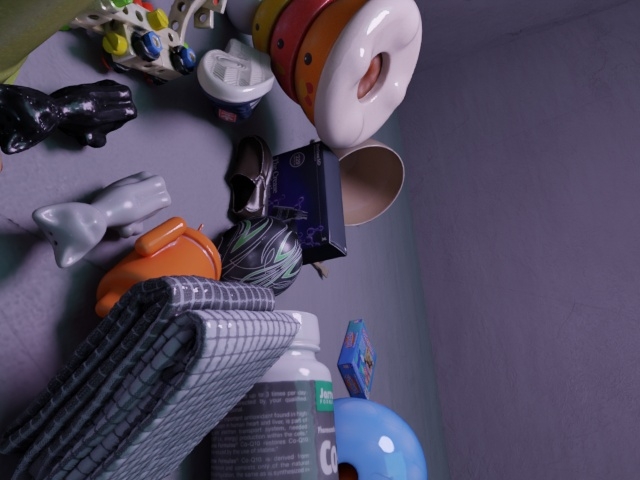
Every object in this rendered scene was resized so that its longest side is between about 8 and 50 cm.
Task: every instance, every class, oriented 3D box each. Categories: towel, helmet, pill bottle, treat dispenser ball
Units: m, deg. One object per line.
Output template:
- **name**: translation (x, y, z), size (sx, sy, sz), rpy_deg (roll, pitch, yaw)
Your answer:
- **towel**: translation (-0.180, 0.165, 0.544), size (0.121, 0.283, 0.235), rpy_deg (44, 6, 18)
- **helmet**: translation (-0.118, 0.037, 0.920), size (0.161, 0.170, 0.169), rpy_deg (-99, 167, -64)
- **pill bottle**: translation (-0.077, 0.309, 0.781), size (0.204, 0.204, 0.360), rpy_deg (36, 46, -60)
- **treat dispenser ball**: translation (0.065, 0.460, 0.942), size (0.288, 0.288, 0.288), rpy_deg (-13, 90, -69)

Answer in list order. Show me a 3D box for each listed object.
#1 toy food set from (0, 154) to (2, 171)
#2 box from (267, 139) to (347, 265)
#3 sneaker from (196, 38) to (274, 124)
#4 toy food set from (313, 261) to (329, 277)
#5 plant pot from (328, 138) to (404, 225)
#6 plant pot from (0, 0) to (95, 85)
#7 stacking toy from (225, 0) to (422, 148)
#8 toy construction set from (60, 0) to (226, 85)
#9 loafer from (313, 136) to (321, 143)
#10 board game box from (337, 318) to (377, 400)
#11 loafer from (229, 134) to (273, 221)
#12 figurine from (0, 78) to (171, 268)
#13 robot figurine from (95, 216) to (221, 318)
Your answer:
- **toy food set**: translation (-0.377, -0.091, 0.502), size (0.082, 0.020, 0.083), rpy_deg (-32, 108, -68)
- **box**: translation (-0.047, -0.079, 1.115), size (0.103, 0.184, 0.261), rpy_deg (40, 41, -59)
- **sneaker**: translation (-0.169, -0.286, 0.931), size (0.350, 0.131, 0.148), rpy_deg (-86, -160, -62)
- **toy food set**: translation (0.000, 0.000, 1.405), size (0.132, 0.039, 0.192), rpy_deg (45, 51, -43)
- **plant pot**: translation (0.090, -0.213, 1.493), size (0.284, 0.284, 0.191), rpy_deg (54, 2, -46)
- **plant pot**: translation (-0.321, -0.287, 0.433), size (0.276, 0.254, 0.276), rpy_deg (-12, 90, -69)
- **stacking toy**: translation (-0.042, -0.463, 1.113), size (0.350, 0.480, 0.350), rpy_deg (-43, 155, -26)
- **toy construction set**: translation (-0.285, -0.375, 0.752), size (0.328, 0.151, 0.214), rpy_deg (-20, 97, -58)
- **loafer**: translation (0.002, -0.319, 1.588), size (0.045, 0.039, 0.125), rpy_deg (41, 27, 2)
- **board game box**: translation (0.118, 0.370, 1.471), size (0.210, 0.047, 0.160), rpy_deg (-62, 135, -59)
- **loafer**: translation (-0.152, -0.138, 1.023), size (0.078, 0.080, 0.219), rpy_deg (35, 46, -61)
- **figurine**: translation (-0.292, -0.088, 0.582), size (0.209, 0.092, 0.214), rpy_deg (-64, 138, -71)
- **robot figurine**: translation (-0.219, 0.058, 0.669), size (0.158, 0.128, 0.219), rpy_deg (62, 25, -20)
